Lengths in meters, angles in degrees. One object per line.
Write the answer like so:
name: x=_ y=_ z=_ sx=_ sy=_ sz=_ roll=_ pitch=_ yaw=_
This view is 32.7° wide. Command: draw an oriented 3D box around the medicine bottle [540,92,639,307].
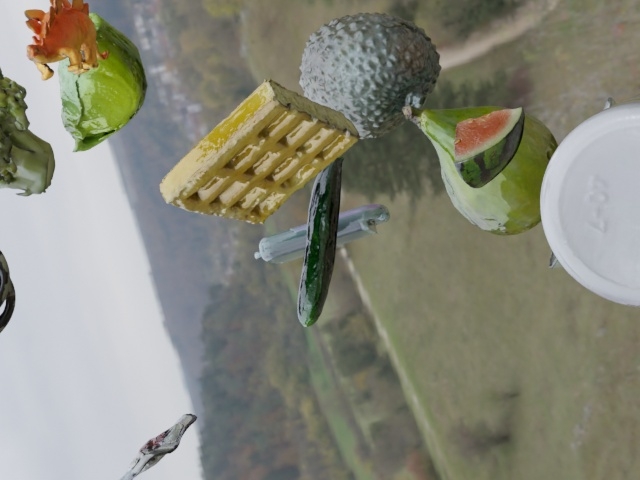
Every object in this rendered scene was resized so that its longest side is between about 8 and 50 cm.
medicine bottle: x=0.384 y=-0.065 z=1.209 sx=0.340 sy=0.208 sz=0.208 roll=-26 pitch=-77 yaw=-61

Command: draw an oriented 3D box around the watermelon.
watermelon: x=0.227 y=-0.139 z=1.572 sx=0.094 sy=0.135 sz=0.125 roll=48 pitch=134 yaw=17

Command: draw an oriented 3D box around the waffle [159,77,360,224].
waffle: x=-0.084 y=-0.117 z=1.557 sx=0.055 sy=0.221 sz=0.248 roll=58 pitch=-160 yaw=21

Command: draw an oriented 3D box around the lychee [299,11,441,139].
lychee: x=0.091 y=-0.320 z=2.061 sx=0.274 sy=0.255 sz=0.255 roll=43 pitch=156 yaw=31

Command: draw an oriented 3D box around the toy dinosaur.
toy dinosaur: x=-0.340 y=-0.282 z=1.471 sx=0.288 sy=0.070 sz=0.117 roll=-59 pitch=-46 yaw=-73

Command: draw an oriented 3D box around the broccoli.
broccoli: x=-0.670 y=-0.187 z=2.108 sx=0.334 sy=0.272 sz=0.324 roll=-99 pitch=-4 yaw=-63

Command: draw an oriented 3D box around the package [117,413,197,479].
package: x=-0.295 y=0.367 z=1.816 sx=0.040 sy=0.166 sz=0.232 roll=47 pitch=142 yaw=0

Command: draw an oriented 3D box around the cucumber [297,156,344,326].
cucumber: x=0.000 y=0.000 z=1.727 sx=0.056 sy=0.056 sz=0.284 roll=101 pitch=178 yaw=-74

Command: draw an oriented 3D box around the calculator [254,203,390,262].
calculator: x=0.002 y=-0.008 z=1.878 sx=0.141 sy=0.246 sz=0.045 roll=17 pitch=-125 yaw=-79

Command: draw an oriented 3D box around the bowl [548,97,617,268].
bowl: x=0.555 y=-0.082 z=2.043 sx=0.337 sy=0.157 sz=0.337 roll=20 pitch=-90 yaw=-82

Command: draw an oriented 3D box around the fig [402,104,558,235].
fig: x=0.289 y=-0.122 z=1.934 sx=0.233 sy=0.314 sz=0.233 roll=1 pitch=92 yaw=53

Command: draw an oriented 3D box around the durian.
durian: x=-0.344 y=-0.244 z=1.710 sx=0.250 sy=0.139 sz=0.101 roll=98 pitch=153 yaw=-52

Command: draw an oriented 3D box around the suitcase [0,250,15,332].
suitcase: x=-0.687 y=0.072 z=1.839 sx=0.194 sy=0.339 sz=0.351 roll=94 pitch=-174 yaw=-56
